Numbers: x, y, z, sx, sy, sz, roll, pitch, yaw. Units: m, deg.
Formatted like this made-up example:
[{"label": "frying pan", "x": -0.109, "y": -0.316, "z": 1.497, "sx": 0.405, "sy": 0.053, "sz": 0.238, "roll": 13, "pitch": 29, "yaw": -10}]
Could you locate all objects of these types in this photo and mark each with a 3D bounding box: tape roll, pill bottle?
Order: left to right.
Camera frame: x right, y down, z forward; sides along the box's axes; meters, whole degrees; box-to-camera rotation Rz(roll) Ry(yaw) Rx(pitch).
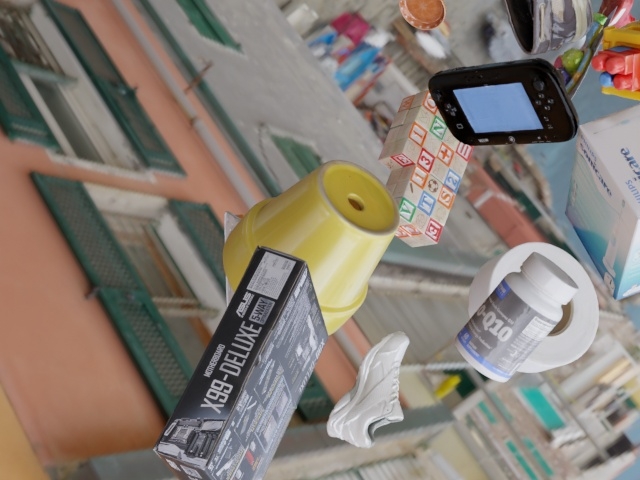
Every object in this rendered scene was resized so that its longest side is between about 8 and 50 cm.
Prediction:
[{"label": "pill bottle", "x": 0.220, "y": 0.085, "z": 1.108, "sx": 0.137, "sy": 0.078, "sz": 0.078, "roll": -54, "pitch": 153, "yaw": 17}, {"label": "tape roll", "x": 0.476, "y": 0.151, "z": 2.215, "sx": 0.286, "sy": 0.286, "sz": 0.100, "roll": -23, "pitch": 174, "yaw": -26}]

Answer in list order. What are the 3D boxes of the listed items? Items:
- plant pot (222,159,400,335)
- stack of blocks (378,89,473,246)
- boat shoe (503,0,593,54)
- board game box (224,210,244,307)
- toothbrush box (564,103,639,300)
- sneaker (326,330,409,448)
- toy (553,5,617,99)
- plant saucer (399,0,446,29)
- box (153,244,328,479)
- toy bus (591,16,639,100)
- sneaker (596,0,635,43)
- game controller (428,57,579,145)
[{"label": "plant pot", "x": 0.000, "y": 0.000, "z": 1.665, "sx": 0.254, "sy": 0.254, "sz": 0.239, "roll": -10, "pitch": 151, "yaw": -46}, {"label": "stack of blocks", "x": 0.218, "y": -0.157, "z": 2.171, "sx": 0.171, "sy": 0.297, "sz": 0.087, "roll": 33, "pitch": 157, "yaw": -27}, {"label": "boat shoe", "x": 0.325, "y": -0.461, "z": 1.597, "sx": 0.130, "sy": 0.355, "sz": 0.132, "roll": -35, "pitch": -159, "yaw": -16}, {"label": "board game box", "x": -0.140, "y": 0.154, "z": 2.269, "sx": 0.050, "sy": 0.390, "sz": 0.389, "roll": -6, "pitch": 104, "yaw": -21}, {"label": "toothbrush box", "x": 0.550, "y": -0.063, "z": 1.770, "sx": 0.126, "sy": 0.216, "sz": 0.295, "roll": -20, "pitch": 148, "yaw": -3}, {"label": "sneaker", "x": 0.115, "y": 0.279, "z": 1.811, "sx": 0.232, "sy": 0.115, "sz": 0.090, "roll": -60, "pitch": 156, "yaw": -7}, {"label": "toy", "x": 0.509, "y": -0.363, "z": 2.000, "sx": 0.237, "sy": 0.056, "sz": 0.137, "roll": -57, "pitch": 180, "yaw": -16}, {"label": "plant saucer", "x": 0.173, "y": -0.393, "z": 1.663, "sx": 0.013, "sy": 0.084, "sz": 0.083, "roll": -57, "pitch": 174, "yaw": -37}, {"label": "box", "x": -0.093, "y": 0.198, "z": 1.341, "sx": 0.242, "sy": 0.077, "sz": 0.307, "roll": 75, "pitch": 36, "yaw": -59}, {"label": "toy bus", "x": 0.543, "y": -0.278, "z": 1.558, "sx": 0.212, "sy": 0.220, "sz": 0.149, "roll": -18, "pitch": 116, "yaw": -31}, {"label": "sneaker", "x": 0.717, "y": -0.519, "z": 2.309, "sx": 0.128, "sy": 0.086, "sz": 0.221, "roll": 6, "pitch": 172, "yaw": -3}, {"label": "game controller", "x": 0.333, "y": -0.250, "z": 1.826, "sx": 0.067, "sy": 0.166, "sz": 0.319, "roll": -35, "pitch": -159, "yaw": -28}]
